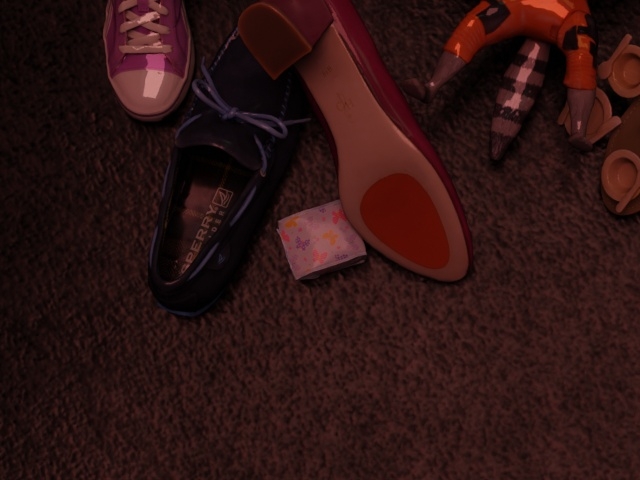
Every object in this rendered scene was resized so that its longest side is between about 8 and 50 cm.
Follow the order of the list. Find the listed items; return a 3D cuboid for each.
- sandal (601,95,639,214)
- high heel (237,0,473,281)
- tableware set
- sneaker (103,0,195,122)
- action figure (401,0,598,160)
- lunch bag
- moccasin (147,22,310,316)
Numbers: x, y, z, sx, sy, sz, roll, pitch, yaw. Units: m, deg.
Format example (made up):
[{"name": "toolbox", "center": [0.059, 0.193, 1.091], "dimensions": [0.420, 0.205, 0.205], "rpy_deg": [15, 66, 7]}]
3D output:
[{"name": "sandal", "center": [0.374, -0.139, 1.666], "dimensions": [0.088, 0.079, 0.240], "rpy_deg": [29, 113, 42]}, {"name": "high heel", "center": [0.063, -0.137, 1.683], "dimensions": [0.127, 0.181, 0.377], "rpy_deg": [-24, 108, 30]}, {"name": "tableware set", "center": [0.324, -0.124, 1.647], "dimensions": [0.141, 0.020, 0.169], "rpy_deg": [-52, 58, 35]}, {"name": "sneaker", "center": [-0.198, -0.279, 1.715], "dimensions": [0.102, 0.161, 0.282], "rpy_deg": [-2, 80, 4]}, {"name": "action figure", "center": [0.196, -0.272, 1.687], "dimensions": [0.341, 0.178, 0.330], "rpy_deg": [14, 69, 22]}, {"name": "lunch bag", "center": [0.000, 0.000, 1.694], "dimensions": [0.083, 0.053, 0.071], "rpy_deg": [-19, 79, -8]}, {"name": "moccasin", "center": [-0.094, -0.085, 1.686], "dimensions": [0.138, 0.117, 0.342], "rpy_deg": [11, 79, 8]}]
